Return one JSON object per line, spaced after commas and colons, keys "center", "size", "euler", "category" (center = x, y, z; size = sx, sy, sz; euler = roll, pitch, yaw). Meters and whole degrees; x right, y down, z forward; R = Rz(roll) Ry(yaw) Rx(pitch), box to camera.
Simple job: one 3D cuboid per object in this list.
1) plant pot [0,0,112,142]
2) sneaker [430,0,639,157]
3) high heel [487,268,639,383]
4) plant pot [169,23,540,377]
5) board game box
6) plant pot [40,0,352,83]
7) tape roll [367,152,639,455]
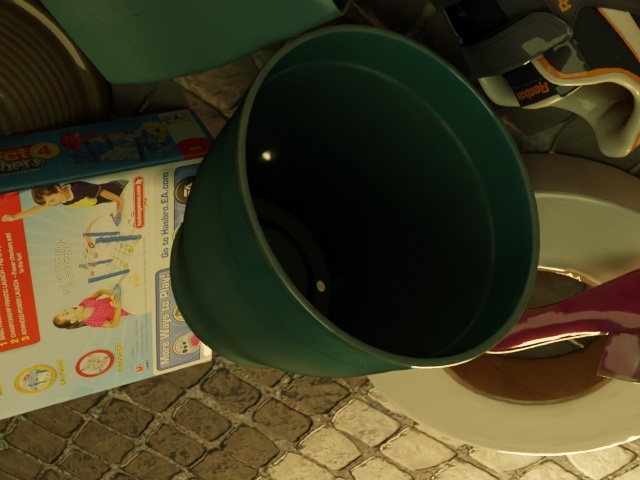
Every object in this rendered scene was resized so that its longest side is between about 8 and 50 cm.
{"center": [-0.338, -0.140, 0.826], "size": [0.238, 0.109, 0.237], "euler": [6, 129, 7], "category": "plant pot"}
{"center": [0.154, -0.184, 0.638], "size": [0.321, 0.127, 0.126], "euler": [31, 174, -13], "category": "sneaker"}
{"center": [0.207, 0.055, 0.804], "size": [0.244, 0.082, 0.117], "euler": [12, 100, 21], "category": "high heel"}
{"center": [0.000, 0.000, 0.723], "size": [0.272, 0.271, 0.255], "euler": [35, 147, -15], "category": "plant pot"}
{"center": [-0.262, 0.035, 0.860], "size": [0.302, 0.086, 0.308], "euler": [-13, 135, -24], "category": "board game box"}
{"center": [-0.101, -0.234, 0.665], "size": [0.234, 0.165, 0.165], "euler": [-19, 122, 33], "category": "plant pot"}
{"center": [0.222, 0.084, 0.902], "size": [0.392, 0.072, 0.392], "euler": [7, 130, 9], "category": "tape roll"}
